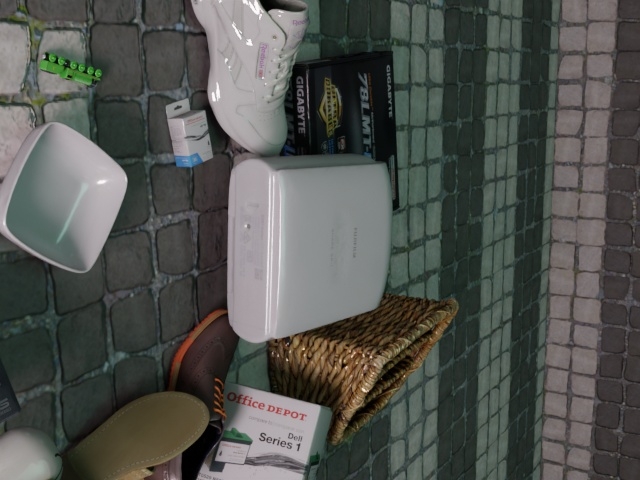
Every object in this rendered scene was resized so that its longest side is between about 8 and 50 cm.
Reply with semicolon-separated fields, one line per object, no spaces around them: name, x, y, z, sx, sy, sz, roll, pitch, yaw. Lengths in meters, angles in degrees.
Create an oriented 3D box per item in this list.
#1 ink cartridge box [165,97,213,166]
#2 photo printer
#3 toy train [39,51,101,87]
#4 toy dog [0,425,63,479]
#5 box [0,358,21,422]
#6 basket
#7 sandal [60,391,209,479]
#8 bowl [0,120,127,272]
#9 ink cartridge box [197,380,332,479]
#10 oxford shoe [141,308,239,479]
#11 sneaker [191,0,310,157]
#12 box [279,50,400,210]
ink cartridge box;-0.175;-0.145;1.086;0.048;0.028;0.083;-35;124;-50
photo printer;0.000;0.000;1.205;0.307;0.107;0.256;-9;105;-51
toy train;-0.283;-0.193;0.920;0.083;0.017;0.024;10;97;-58
toy dog;-0.329;0.299;0.648;0.334;0.161;0.220;-52;155;-19
box;-0.401;0.119;0.706;0.232;0.059;0.183;-29;103;-53
basket;0.084;0.225;1.383;0.299;0.223;0.213;-24;115;-55
sandal;-0.254;0.269;1.008;0.240;0.088;0.079;-28;164;-37
bowl;-0.293;-0.047;0.895;0.142;0.053;0.142;44;59;-53
ink cartridge box;-0.089;0.327;1.170;0.092;0.160;0.219;54;48;-69
oxford shoe;-0.158;0.221;1.113;0.097;0.098;0.271;50;54;-48
sneaker;-0.082;-0.250;1.102;0.114;0.152;0.305;-48;135;-45
box;0.038;-0.165;1.384;0.293;0.073;0.296;-24;116;-53
